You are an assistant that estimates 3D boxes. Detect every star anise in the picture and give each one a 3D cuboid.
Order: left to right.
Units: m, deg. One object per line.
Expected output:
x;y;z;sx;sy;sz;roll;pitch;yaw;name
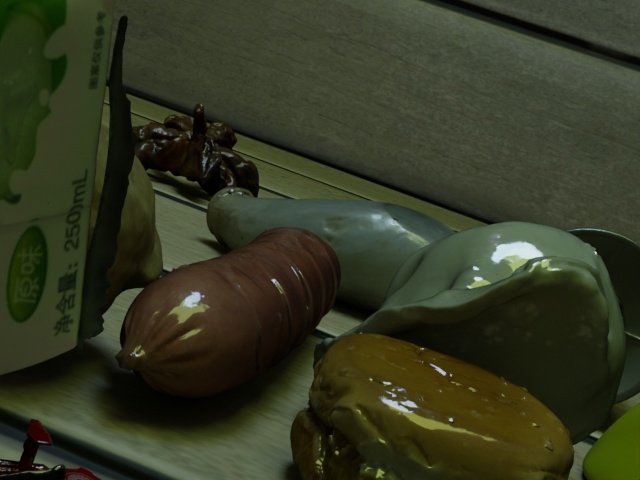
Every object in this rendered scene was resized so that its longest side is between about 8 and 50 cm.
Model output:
-0.162;-0.112;1.614;0.212;0.111;0.196;17;-3;43;star anise

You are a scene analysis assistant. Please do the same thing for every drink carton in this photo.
-0.194;-0.024;0.402;0.108;0.161;0.271;22;22;33;drink carton

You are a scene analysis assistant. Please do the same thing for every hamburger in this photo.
0.057;0.104;0.635;0.138;0.083;0.147;22;10;-9;hamburger

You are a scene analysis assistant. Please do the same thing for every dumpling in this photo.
0.091;0.066;0.781;0.193;0.147;0.258;0;-20;-4;dumpling

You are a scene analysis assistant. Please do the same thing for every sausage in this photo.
-0.044;0.041;0.835;0.087;0.088;0.433;20;9;8;sausage

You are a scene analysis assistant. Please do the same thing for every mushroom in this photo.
0.000;0.000;1.194;0.270;0.103;0.118;16;6;22;mushroom

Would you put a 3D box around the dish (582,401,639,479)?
0.317;0.154;0.825;0.262;0.108;0.221;14;10;-30;dish

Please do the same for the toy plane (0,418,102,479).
-0.146;0.081;0.460;0.145;0.037;0.060;13;13;-30;toy plane

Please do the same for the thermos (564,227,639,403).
0.218;0.070;1.142;0.176;0.146;0.265;-6;-3;6;thermos

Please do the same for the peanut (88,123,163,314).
-0.208;-0.021;0.630;0.340;0.158;0.174;19;-24;-39;peanut
